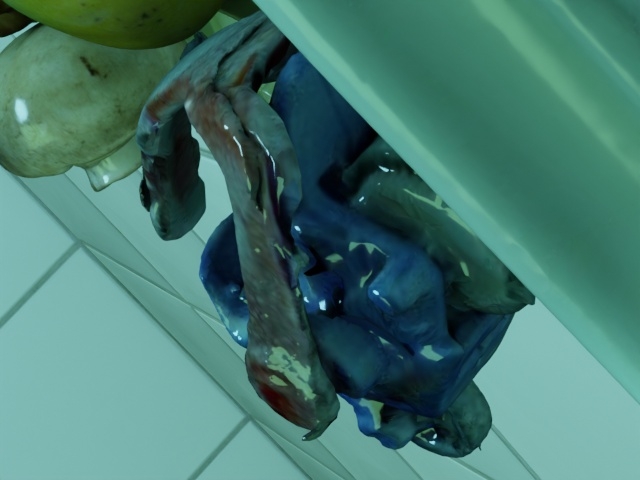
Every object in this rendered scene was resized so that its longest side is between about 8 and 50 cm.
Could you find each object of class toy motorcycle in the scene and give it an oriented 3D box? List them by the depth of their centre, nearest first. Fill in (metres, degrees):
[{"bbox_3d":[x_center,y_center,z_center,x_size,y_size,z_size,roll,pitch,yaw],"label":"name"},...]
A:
[{"bbox_3d":[0.018,-0.014,0.863,0.241,0.182,0.319,62,163,24],"label":"toy motorcycle"}]

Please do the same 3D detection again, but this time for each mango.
[{"bbox_3d":[-0.131,-0.167,0.896,0.156,0.114,0.251,15,178,-15],"label":"mango"}]

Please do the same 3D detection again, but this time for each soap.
[{"bbox_3d":[0.071,-0.070,0.466,0.265,0.087,0.160,45,-150,-13],"label":"soap"}]

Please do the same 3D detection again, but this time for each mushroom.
[{"bbox_3d":[-0.166,-0.106,1.154,0.127,0.166,0.166,53,166,-22],"label":"mushroom"}]

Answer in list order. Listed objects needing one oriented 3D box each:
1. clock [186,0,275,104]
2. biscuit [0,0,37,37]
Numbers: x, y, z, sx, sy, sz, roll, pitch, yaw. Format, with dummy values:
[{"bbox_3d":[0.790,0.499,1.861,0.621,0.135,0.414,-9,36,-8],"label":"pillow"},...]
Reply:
[{"bbox_3d":[0.004,-0.074,1.015,0.235,0.029,0.235,41,169,10],"label":"clock"},{"bbox_3d":[-0.309,-0.296,1.061,0.366,0.115,0.268,41,170,5],"label":"biscuit"}]
